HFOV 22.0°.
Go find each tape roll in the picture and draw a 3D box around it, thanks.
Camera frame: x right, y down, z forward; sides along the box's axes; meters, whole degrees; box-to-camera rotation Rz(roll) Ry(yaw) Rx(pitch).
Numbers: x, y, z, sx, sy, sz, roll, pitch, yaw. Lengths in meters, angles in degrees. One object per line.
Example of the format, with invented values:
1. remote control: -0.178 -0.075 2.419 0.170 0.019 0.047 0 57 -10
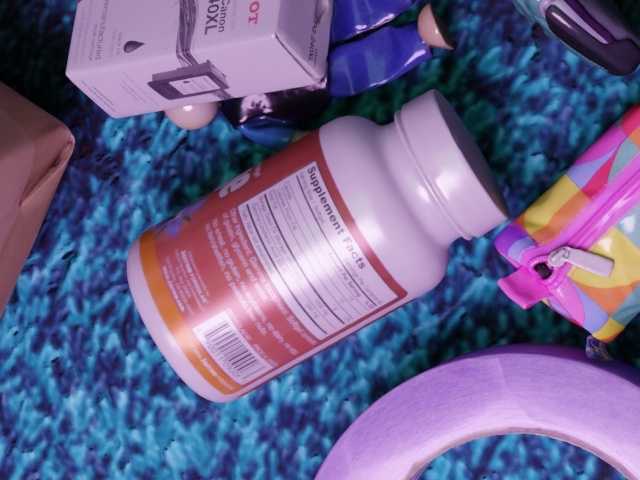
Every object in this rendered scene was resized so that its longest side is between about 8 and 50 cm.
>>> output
1. tape roll: 0.126 0.201 0.994 0.275 0.090 0.275 0 91 14

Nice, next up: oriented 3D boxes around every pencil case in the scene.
1. pencil case: 0.208 -0.042 0.963 0.104 0.104 0.236 45 98 10

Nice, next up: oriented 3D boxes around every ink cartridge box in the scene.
1. ink cartridge box: -0.073 -0.145 1.021 0.150 0.063 0.109 -8 62 25

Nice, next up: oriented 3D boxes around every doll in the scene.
1. doll: -0.015 -0.119 1.048 0.189 0.046 0.129 -23 75 16

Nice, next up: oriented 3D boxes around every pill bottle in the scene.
1. pill bottle: 0.000 0.000 1.007 0.216 0.121 0.121 -30 84 12

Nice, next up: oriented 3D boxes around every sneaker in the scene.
1. sneaker: 0.129 -0.201 0.994 0.223 0.083 0.098 45 96 11

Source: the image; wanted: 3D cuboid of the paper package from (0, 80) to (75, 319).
1. paper package: -0.366 -0.017 1.038 0.325 0.168 0.309 34 119 11
